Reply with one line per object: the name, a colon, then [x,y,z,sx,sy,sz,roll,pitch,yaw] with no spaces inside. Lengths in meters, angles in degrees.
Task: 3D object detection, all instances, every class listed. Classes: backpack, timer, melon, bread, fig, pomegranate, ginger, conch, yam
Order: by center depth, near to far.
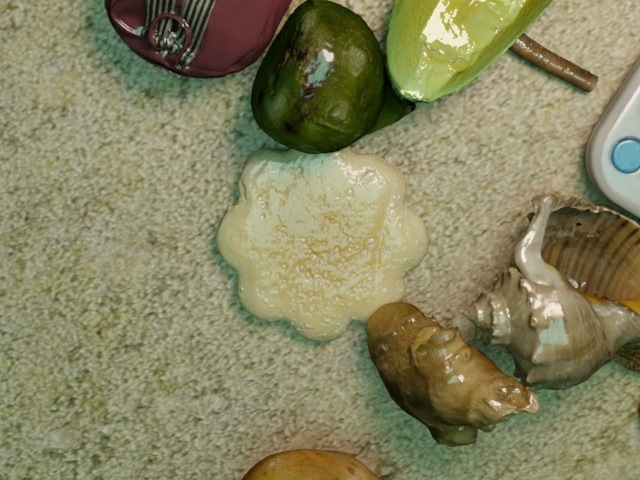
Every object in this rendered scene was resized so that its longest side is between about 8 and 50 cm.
backpack: [-0.149,-0.367,1.171,0.283,0.197,0.317,24,102,-6]
melon: [0.191,-0.317,1.198,0.196,0.124,0.323,37,90,-7]
fig: [0.035,-0.194,1.219,0.235,0.203,0.203,23,102,-25]
ginger: [0.179,0.202,1.260,0.123,0.270,0.219,-28,121,-19]
timer: [0.505,-0.140,1.261,0.237,0.087,0.262,30,99,-6]
conch: [0.343,0.069,1.266,0.324,0.186,0.263,-1,89,-29]
yam: [0.317,-0.250,1.272,0.145,0.032,0.032,28,101,-4]
pomegranate: [-0.010,0.416,1.309,0.264,0.264,0.264,0,102,1]
bread: [0.000,0.000,1.320,0.316,0.054,0.316,0,101,-1]

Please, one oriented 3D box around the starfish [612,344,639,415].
starfish: [0.539,0.195,1.346,0.277,0.062,0.236,33,100,-2]
